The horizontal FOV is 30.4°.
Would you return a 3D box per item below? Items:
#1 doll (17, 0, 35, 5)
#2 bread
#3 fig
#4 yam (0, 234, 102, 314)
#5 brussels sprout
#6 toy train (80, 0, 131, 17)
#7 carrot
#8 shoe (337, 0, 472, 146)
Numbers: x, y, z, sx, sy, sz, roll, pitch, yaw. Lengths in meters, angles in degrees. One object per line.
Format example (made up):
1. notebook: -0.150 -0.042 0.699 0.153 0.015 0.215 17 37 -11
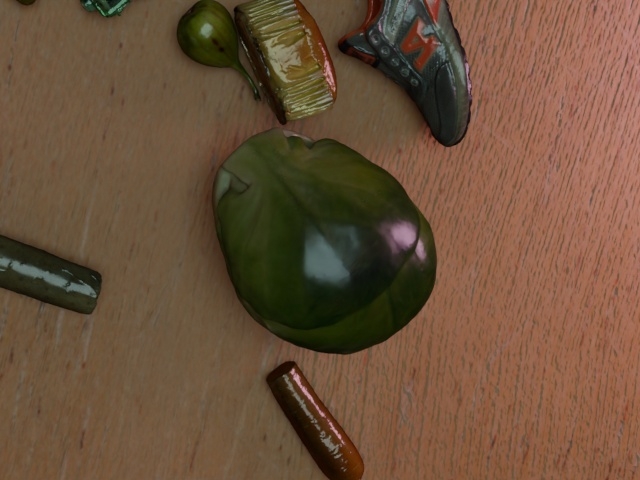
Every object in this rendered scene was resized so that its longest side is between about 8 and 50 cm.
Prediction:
1. doll: -0.451 -0.433 1.653 0.137 0.097 0.209 -47 109 -12
2. bread: -0.048 -0.271 1.744 0.114 0.132 0.190 -21 103 -10
3. fig: -0.157 -0.274 1.753 0.093 0.093 0.166 -27 123 -10
4. yam: -0.495 0.019 1.689 0.372 0.083 0.083 22 90 -15
5. brussels sprout: -0.002 0.002 1.710 0.289 0.281 0.354 -39 93 -8
6. toy train: -0.237 -0.411 1.694 0.251 0.119 0.085 -41 104 -8
7. carrot: -0.004 0.294 1.842 0.067 0.067 0.225 -34 100 -9
8. shoe: 0.117 -0.293 1.791 0.171 0.132 0.336 -17 97 -7
